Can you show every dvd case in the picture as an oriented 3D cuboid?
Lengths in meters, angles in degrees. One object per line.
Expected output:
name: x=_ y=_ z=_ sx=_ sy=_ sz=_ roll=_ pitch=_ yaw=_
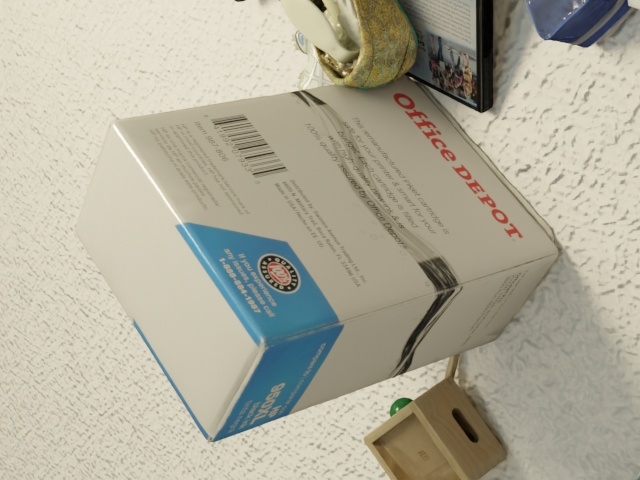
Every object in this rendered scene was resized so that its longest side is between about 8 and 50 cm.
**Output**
dvd case: x=0.110 y=-0.272 z=1.346 sx=0.180 sy=0.022 sz=0.253 roll=34 pitch=143 yaw=39

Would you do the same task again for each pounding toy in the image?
pounding toy: x=0.133 y=0.211 z=1.466 sx=0.141 sy=0.100 sz=0.130 roll=55 pitch=137 yaw=9

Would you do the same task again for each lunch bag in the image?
lunch bag: x=0.250 y=-0.232 z=1.220 sx=0.098 sy=0.065 sz=0.067 roll=-43 pitch=51 yaw=47

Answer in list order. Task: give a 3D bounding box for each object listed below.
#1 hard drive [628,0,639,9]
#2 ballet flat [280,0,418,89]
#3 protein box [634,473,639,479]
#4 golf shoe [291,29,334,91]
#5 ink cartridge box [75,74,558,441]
hard drive: x=0.421 y=-0.252 z=1.028 sx=0.353 sy=0.047 sz=0.233 roll=31 pitch=122 yaw=41
ballet flat: x=-0.022 y=-0.312 z=1.368 sx=0.123 sy=0.123 sz=0.348 roll=-29 pitch=92 yaw=49
protein box: x=0.352 y=0.323 z=1.192 sx=0.201 sy=0.136 sz=0.200 roll=52 pitch=134 yaw=27
golf shoe: x=0.018 y=-0.194 z=1.503 sx=0.086 sy=0.069 sz=0.176 roll=-3 pitch=98 yaw=44
ink cartridge box: x=0.000 y=0.000 z=1.321 sx=0.285 sy=0.395 sz=0.166 roll=54 pitch=137 yaw=26
